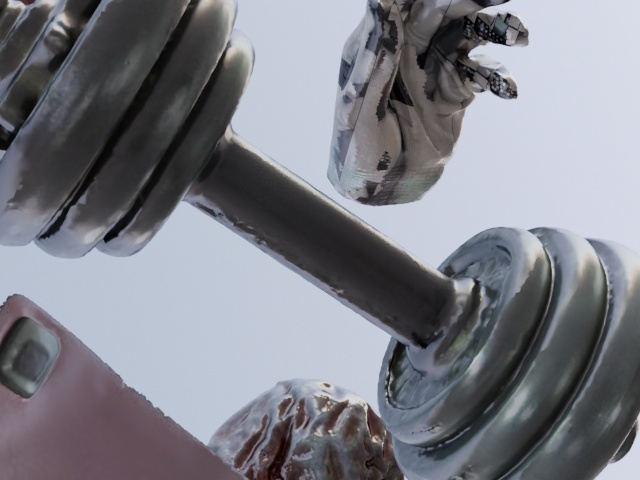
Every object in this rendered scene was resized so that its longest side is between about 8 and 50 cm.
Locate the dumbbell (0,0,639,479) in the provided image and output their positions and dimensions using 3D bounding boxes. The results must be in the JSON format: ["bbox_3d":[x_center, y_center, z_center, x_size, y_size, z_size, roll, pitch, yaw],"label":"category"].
[{"bbox_3d":[0.000,0.000,0.708,0.406,0.179,0.179,33,-108,-16],"label":"dumbbell"}]

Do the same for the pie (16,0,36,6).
[{"bbox_3d":[-0.174,-0.161,1.001,0.154,0.036,0.154,20,-130,-26],"label":"pie"}]

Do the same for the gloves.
[{"bbox_3d":[0.069,-0.125,1.009,0.127,0.111,0.212,10,-63,-17],"label":"gloves"}]

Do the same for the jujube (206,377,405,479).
[{"bbox_3d":[-0.052,0.312,1.657,0.317,0.226,0.226,-48,-50,-14],"label":"jujube"}]

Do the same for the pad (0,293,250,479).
[{"bbox_3d":[-0.025,0.110,0.307,0.113,0.188,0.006,-56,-15,13],"label":"pad"}]
